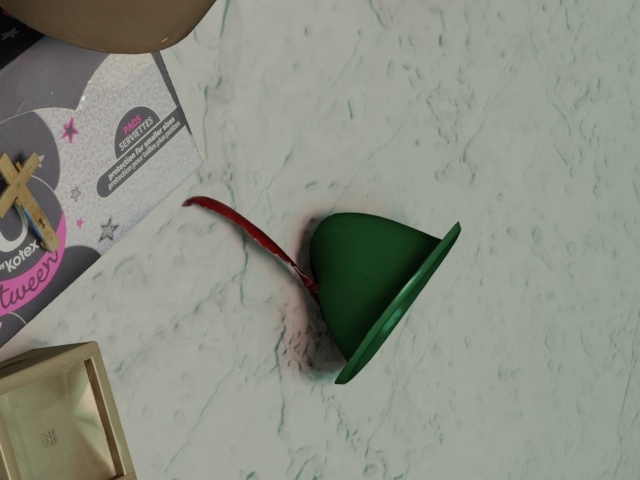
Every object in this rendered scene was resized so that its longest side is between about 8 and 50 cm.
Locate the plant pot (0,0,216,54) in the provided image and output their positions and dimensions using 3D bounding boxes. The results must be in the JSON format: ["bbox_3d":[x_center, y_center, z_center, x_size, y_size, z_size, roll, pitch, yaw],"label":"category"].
[{"bbox_3d":[-0.112,-0.246,1.122,0.263,0.263,0.229,-21,146,-45],"label":"plant pot"}]

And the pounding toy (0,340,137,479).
[{"bbox_3d":[-0.203,0.149,1.349,0.141,0.100,0.130,-22,99,-48],"label":"pounding toy"}]

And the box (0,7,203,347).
[{"bbox_3d":[-0.220,-0.051,1.238,0.247,0.142,0.163,-44,128,-34],"label":"box"}]

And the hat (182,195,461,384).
[{"bbox_3d":[0.000,0.000,1.596,0.173,0.183,0.208,-51,174,-21],"label":"hat"}]

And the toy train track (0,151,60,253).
[{"bbox_3d":[-0.185,-0.023,1.166,0.048,0.014,0.083,-60,143,-31],"label":"toy train track"}]
